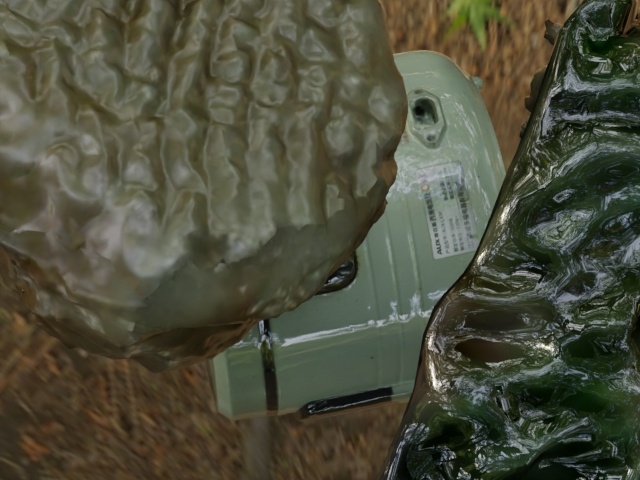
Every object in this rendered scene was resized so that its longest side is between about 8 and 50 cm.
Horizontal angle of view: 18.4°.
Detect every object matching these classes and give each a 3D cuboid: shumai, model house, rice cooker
[{"bbox_3d":[-0.116,-0.028,0.949,0.267,0.262,0.314,6,48,-22],"label":"shumai"},{"bbox_3d":[0.179,0.194,0.751,0.400,0.395,0.445,24,85,3],"label":"model house"},{"bbox_3d":[0.000,0.000,1.233,0.244,0.226,0.226,-7,78,-7],"label":"rice cooker"}]
